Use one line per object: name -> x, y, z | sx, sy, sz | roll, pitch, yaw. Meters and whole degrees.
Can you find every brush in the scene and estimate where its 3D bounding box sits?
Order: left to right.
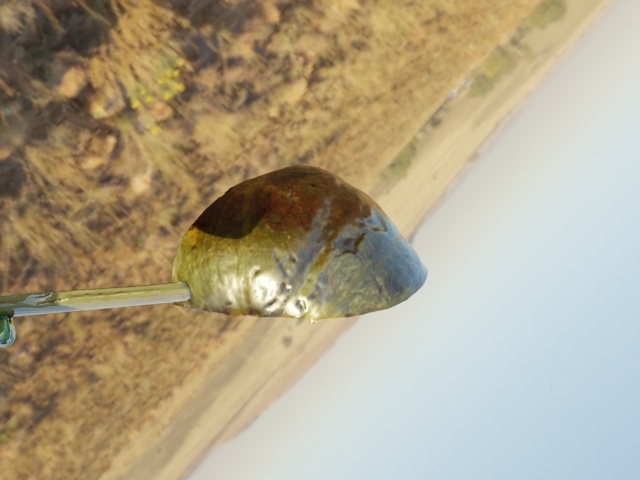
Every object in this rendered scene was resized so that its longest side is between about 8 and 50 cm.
brush -> -0.258, 0.068, 0.826 | 0.282, 0.048, 0.054 | -6, 173, -10

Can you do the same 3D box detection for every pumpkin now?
pumpkin -> 0.000, 0.000, 1.031 | 0.312, 0.148, 0.169 | -16, -160, -34
